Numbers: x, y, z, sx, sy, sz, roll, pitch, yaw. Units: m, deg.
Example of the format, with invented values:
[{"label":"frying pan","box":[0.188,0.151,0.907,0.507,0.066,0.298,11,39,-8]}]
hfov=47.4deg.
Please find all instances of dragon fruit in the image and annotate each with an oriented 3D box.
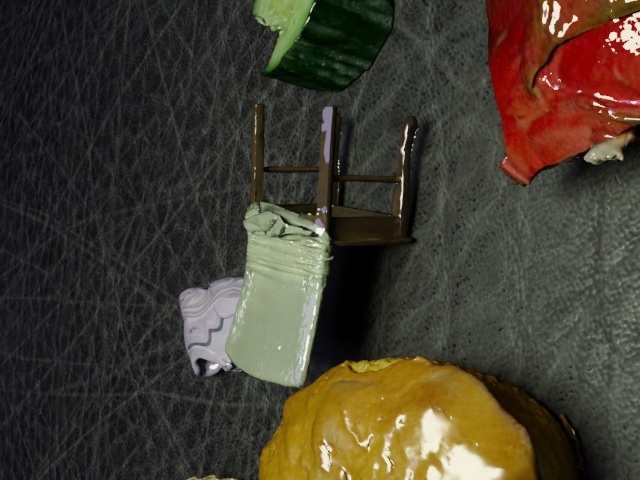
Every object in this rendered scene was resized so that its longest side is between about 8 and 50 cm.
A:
[{"label":"dragon fruit","box":[0.212,-0.229,0.603,0.282,0.100,0.343,167,108,-69]}]

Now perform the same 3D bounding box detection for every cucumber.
[{"label":"cucumber","box":[-0.006,-0.312,0.981,0.191,0.130,0.191,-13,72,45]}]

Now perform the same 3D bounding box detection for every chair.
[{"label":"chair","box":[0.000,0.000,0.892,0.160,0.186,0.318,12,101,43]}]

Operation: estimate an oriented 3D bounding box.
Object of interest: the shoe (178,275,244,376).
[{"label":"shoe","box":[-0.123,0.126,1.066,0.245,0.095,0.137,-15,78,46]}]

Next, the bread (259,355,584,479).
[{"label":"bread","box":[0.093,0.313,0.745,0.398,0.215,0.397,-5,83,43]}]

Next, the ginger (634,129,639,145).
[{"label":"ginger","box":[0.379,-0.154,0.554,0.358,0.211,0.413,-104,31,-79]}]

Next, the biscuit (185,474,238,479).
[{"label":"biscuit","box":[-0.151,0.435,1.052,0.274,0.036,0.187,6,79,30]}]
